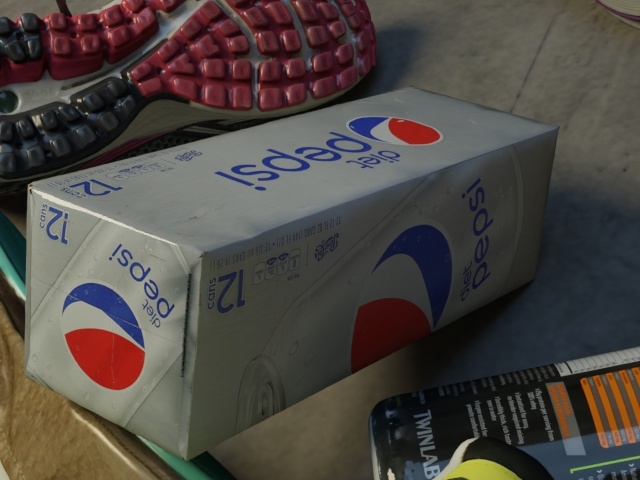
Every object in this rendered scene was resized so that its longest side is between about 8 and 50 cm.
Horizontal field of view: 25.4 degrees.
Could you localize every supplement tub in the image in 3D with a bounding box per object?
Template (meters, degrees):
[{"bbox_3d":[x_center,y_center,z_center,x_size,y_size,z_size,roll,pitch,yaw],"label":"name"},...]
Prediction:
[{"bbox_3d":[0.121,0.105,0.582,0.190,0.117,0.117,-11,42,3],"label":"supplement tub"}]

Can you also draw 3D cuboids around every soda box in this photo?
[{"bbox_3d":[0.000,0.000,0.661,0.098,0.091,0.286,20,24,31],"label":"soda box"}]

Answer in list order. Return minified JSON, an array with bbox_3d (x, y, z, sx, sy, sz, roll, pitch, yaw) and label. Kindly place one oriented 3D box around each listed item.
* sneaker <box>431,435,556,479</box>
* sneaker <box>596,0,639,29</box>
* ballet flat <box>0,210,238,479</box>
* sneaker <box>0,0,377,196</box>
[{"bbox_3d":[-0.071,0.179,0.510,0.384,0.145,0.147,-13,44,17],"label":"sneaker"},{"bbox_3d":[0.197,-0.235,0.930,0.152,0.114,0.305,-35,46,-20],"label":"sneaker"},{"bbox_3d":[-0.151,0.086,0.695,0.124,0.116,0.342,-46,47,-4],"label":"ballet flat"},{"bbox_3d":[-0.107,-0.108,0.887,0.299,0.112,0.121,-16,82,-18],"label":"sneaker"}]
